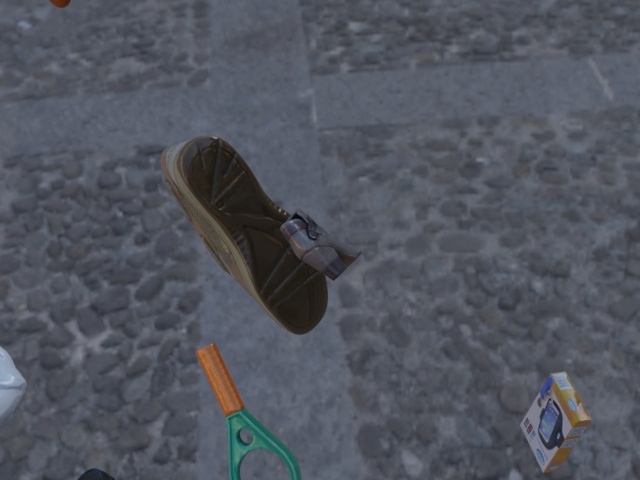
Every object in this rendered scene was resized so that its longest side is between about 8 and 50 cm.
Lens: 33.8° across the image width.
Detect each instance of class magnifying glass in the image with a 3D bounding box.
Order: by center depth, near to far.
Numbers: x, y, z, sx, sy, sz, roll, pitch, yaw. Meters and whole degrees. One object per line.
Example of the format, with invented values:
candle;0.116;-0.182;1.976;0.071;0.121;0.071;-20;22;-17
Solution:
magnifying glass;-0.098;0.239;1.334;0.092;0.231;0.026;-26;-5;20

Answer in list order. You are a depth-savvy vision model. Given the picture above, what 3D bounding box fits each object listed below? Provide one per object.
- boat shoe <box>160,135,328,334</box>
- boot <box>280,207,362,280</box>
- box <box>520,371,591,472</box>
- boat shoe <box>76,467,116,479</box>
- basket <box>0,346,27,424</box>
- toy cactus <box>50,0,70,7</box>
boat shoe;-0.108;-0.008;1.541;0.121;0.341;0.110;-42;23;-26
boot;0.000;0.000;1.182;0.087;0.042;0.118;47;15;2
box;0.313;0.250;1.423;0.028;0.136;0.081;-1;45;-22
boat shoe;-0.176;0.206;0.723;0.049;0.042;0.133;-13;32;26
basket;-0.381;0.097;0.443;0.331;0.266;0.328;42;25;0
toy cactus;-0.284;-0.313;1.025;0.180;0.219;0.112;-12;55;64
